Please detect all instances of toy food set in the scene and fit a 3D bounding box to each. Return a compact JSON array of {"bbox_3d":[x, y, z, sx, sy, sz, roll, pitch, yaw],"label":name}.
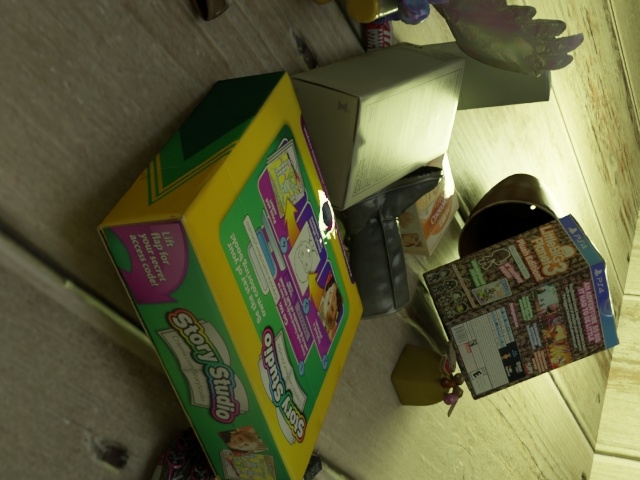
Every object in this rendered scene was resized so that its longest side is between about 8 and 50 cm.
[{"bbox_3d":[0.225,0.239,1.460,0.078,0.019,0.122,-50,134,-44],"label":"toy food set"}]

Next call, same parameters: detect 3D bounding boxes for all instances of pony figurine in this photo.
[{"bbox_3d":[0.167,-0.379,1.166,0.363,0.351,0.303,-27,128,-50],"label":"pony figurine"}]

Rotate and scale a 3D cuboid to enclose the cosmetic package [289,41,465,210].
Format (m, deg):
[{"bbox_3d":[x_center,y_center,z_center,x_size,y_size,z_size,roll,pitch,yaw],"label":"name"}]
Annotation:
[{"bbox_3d":[0.078,-0.170,1.201,0.309,0.113,0.160,-28,134,-51],"label":"cosmetic package"}]

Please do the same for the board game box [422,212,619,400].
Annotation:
[{"bbox_3d":[0.366,0.124,1.561,0.141,0.291,0.232,-107,174,-50],"label":"board game box"}]

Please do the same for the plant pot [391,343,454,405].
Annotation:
[{"bbox_3d":[0.184,0.239,1.495,0.081,0.083,0.081,-59,140,-37],"label":"plant pot"}]

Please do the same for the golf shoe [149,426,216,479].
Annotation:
[{"bbox_3d":[-0.165,0.282,0.960,0.086,0.067,0.186,-57,180,36],"label":"golf shoe"}]

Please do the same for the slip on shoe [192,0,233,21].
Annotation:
[{"bbox_3d":[-0.139,-0.303,0.939,0.041,0.051,0.135,-52,143,-25],"label":"slip on shoe"}]

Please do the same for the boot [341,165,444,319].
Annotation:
[{"bbox_3d":[0.116,0.003,1.313,0.189,0.076,0.209,-18,106,-11],"label":"boot"}]

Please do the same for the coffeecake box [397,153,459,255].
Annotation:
[{"bbox_3d":[0.161,-0.092,1.434,0.142,0.068,0.185,-53,136,-40],"label":"coffeecake box"}]

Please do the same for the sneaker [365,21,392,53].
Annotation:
[{"bbox_3d":[0.082,-0.296,1.304,0.067,0.042,0.118,-55,139,-45],"label":"sneaker"}]

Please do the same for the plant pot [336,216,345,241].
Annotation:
[{"bbox_3d":[0.000,0.000,1.180,0.079,0.083,0.083,-51,136,-59],"label":"plant pot"}]

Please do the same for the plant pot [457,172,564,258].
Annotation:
[{"bbox_3d":[0.398,-0.037,1.730,0.230,0.215,0.215,-63,144,-56],"label":"plant pot"}]

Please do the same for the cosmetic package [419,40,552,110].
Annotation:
[{"bbox_3d":[0.248,-0.269,1.376,0.127,0.238,0.107,-49,136,-62],"label":"cosmetic package"}]

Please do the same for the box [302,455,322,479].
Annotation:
[{"bbox_3d":[-0.047,0.311,1.139,0.083,0.067,0.018,-32,120,-52],"label":"box"}]

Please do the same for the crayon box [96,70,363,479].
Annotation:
[{"bbox_3d":[-0.075,0.042,0.973,0.313,0.106,0.363,-64,143,-51],"label":"crayon box"}]
